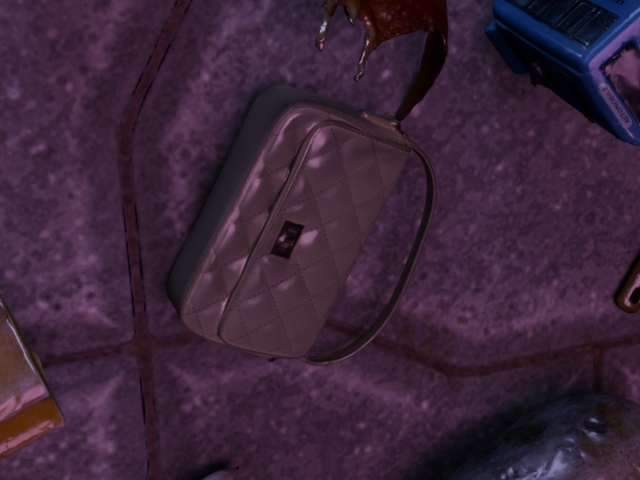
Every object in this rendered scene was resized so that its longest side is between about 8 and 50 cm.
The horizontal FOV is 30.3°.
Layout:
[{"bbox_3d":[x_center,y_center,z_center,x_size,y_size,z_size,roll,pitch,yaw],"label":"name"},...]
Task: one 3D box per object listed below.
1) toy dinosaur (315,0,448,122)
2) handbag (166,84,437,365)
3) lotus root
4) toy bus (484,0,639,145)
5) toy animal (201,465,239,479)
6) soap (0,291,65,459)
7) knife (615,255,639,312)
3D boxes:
[{"bbox_3d":[-0.006,-0.218,0.976,0.327,0.113,0.207,-3,75,-52],"label":"toy dinosaur"},{"bbox_3d":[0.000,0.000,1.069,0.219,0.079,0.256,19,105,-28],"label":"handbag"},{"bbox_3d":[0.211,0.267,1.185,0.349,0.175,0.175,-28,113,-13],"label":"lotus root"},{"bbox_3d":[0.246,-0.182,1.036,0.134,0.246,0.113,-39,116,5],"label":"toy bus"},{"bbox_3d":[-0.101,0.411,1.094,0.241,0.196,0.368,-7,109,-27],"label":"toy animal"},{"bbox_3d":[-0.358,0.134,0.921,0.274,0.173,0.089,-29,152,-13],"label":"soap"},{"bbox_3d":[0.400,-0.078,1.243,0.061,0.027,0.343,30,92,-22],"label":"knife"}]
